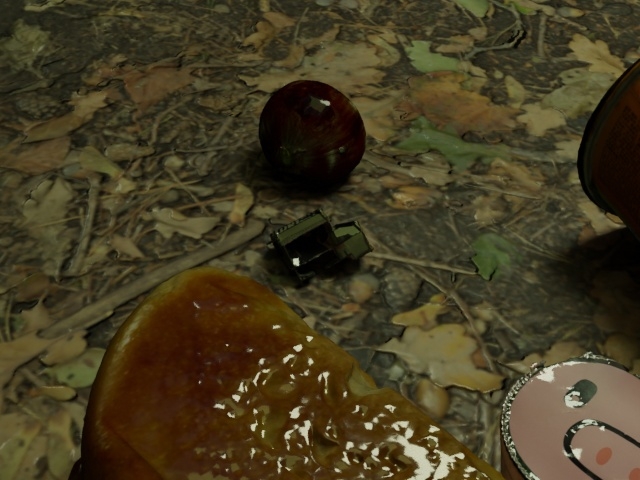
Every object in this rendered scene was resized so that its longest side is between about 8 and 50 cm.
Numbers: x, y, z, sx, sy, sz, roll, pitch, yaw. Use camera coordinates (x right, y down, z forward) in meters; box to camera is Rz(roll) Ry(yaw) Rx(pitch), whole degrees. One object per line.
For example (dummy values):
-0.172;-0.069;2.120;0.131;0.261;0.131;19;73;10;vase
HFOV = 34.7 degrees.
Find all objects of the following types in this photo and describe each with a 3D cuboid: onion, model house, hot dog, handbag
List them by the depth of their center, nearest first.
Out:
-0.023;0.198;0.663;0.223;0.185;0.405;-31;51;-34;hot dog
0.215;0.193;0.737;0.205;0.116;0.179;29;46;28;handbag
0.000;0.000;1.001;0.083;0.057;0.058;-29;21;-7;model house
-0.009;-0.119;1.091;0.117;0.118;0.118;9;41;13;onion

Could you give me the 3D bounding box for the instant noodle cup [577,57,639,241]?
0.407;-0.043;0.913;0.296;0.296;0.214;-8;50;-13;instant noodle cup
